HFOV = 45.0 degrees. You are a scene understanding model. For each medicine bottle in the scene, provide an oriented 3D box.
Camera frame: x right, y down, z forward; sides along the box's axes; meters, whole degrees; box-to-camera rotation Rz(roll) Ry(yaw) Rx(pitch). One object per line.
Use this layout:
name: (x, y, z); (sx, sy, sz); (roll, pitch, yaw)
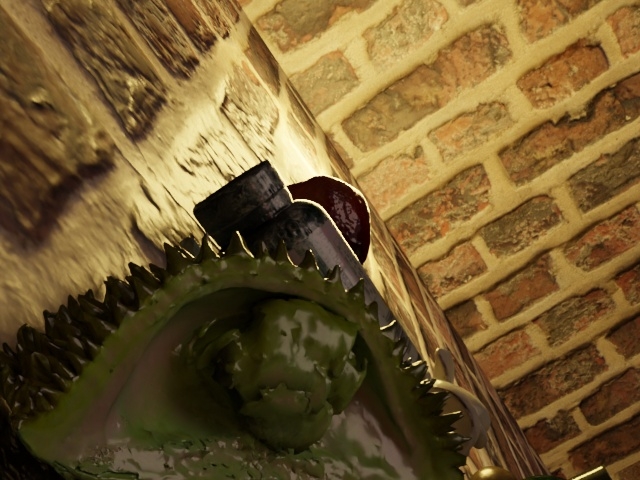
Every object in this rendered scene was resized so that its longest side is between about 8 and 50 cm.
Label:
medicine bottle: (-0.018, 0.058, 0.846); (0.293, 0.141, 0.141); (56, 10, -11)

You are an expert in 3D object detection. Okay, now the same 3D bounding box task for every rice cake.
rice cake: (-0.121, 0.039, 0.748); (0.121, 0.021, 0.022); (-111, 175, -51)

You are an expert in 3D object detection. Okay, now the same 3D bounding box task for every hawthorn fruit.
hawthorn fruit: (0.000, 0.000, 1.139); (0.157, 0.157, 0.194); (46, 34, -51)

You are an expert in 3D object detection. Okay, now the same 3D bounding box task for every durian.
durian: (-0.040, 0.102, 0.509); (0.355, 0.157, 0.169); (22, 47, -35)

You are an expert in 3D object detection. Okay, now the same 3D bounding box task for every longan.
longan: (0.318, 0.461, 1.377); (0.119, 0.106, 0.106); (43, 6, 14)

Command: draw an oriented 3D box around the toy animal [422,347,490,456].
toy animal: (0.190, 0.275, 1.257); (0.178, 0.127, 0.193); (57, 12, 4)

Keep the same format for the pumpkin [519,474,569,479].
pumpkin: (0.367, 0.517, 1.181); (0.300, 0.207, 0.300); (154, -90, -88)

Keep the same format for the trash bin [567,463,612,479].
trash bin: (0.450, 0.531, 1.416); (0.164, 0.240, 0.122); (61, 8, 21)

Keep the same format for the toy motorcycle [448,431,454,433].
toy motorcycle: (0.128, 0.295, 1.022); (0.112, 0.112, 0.254); (58, 8, 1)
